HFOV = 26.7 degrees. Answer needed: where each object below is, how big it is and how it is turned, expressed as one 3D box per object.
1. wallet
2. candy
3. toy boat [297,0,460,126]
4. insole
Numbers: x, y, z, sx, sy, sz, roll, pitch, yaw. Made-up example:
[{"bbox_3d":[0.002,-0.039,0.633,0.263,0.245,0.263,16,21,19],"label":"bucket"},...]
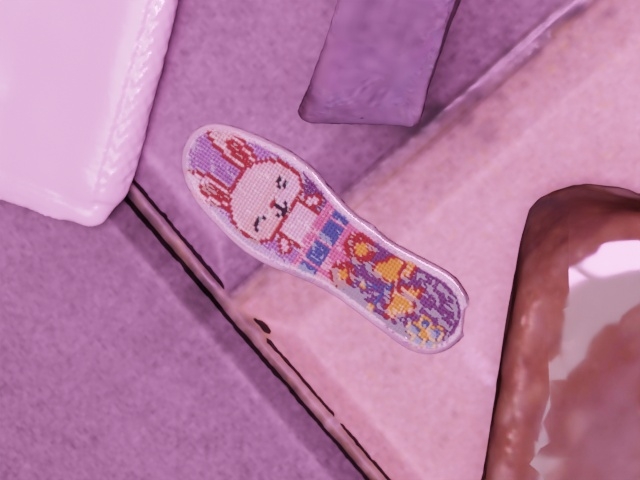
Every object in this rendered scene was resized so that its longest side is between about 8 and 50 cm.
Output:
[{"bbox_3d":[-0.151,-0.107,0.783,0.124,0.032,0.183,19,105,10],"label":"wallet"},{"bbox_3d":[0.140,0.090,0.708,0.102,0.104,0.234,7,102,8],"label":"candy"},{"bbox_3d":[-0.012,-0.224,0.652,0.293,0.111,0.276,36,107,-1],"label":"toy boat"},{"bbox_3d":[0.000,0.000,0.778,0.197,0.004,0.065,36,106,6],"label":"insole"}]
